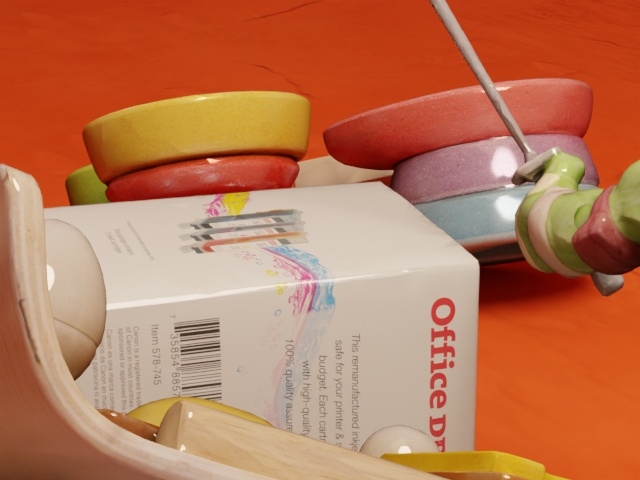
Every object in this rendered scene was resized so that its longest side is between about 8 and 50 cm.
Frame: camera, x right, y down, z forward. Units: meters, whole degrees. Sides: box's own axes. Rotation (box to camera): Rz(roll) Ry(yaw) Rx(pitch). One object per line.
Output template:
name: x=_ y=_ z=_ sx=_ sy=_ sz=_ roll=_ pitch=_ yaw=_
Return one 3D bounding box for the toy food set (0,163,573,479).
toy food set: x=0.003 y=0.055 z=0.549 sx=0.306 sy=0.092 sz=0.220 roll=19 pitch=-16 yaw=-27

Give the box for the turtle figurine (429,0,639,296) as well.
turtle figurine: x=0.183 y=-0.009 z=0.657 sx=0.198 sy=0.266 sz=0.274 roll=-24 pitch=33 yaw=-6

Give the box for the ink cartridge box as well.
ink cartridge box: x=-0.034 y=0.056 z=0.746 sx=0.176 sy=0.128 sz=0.127 roll=-5 pitch=19 yaw=-16

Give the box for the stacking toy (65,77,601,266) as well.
stacking toy: x=0.000 y=0.000 z=1.022 sx=0.309 sy=0.130 sz=0.279 roll=-5 pitch=-7 yaw=-23
